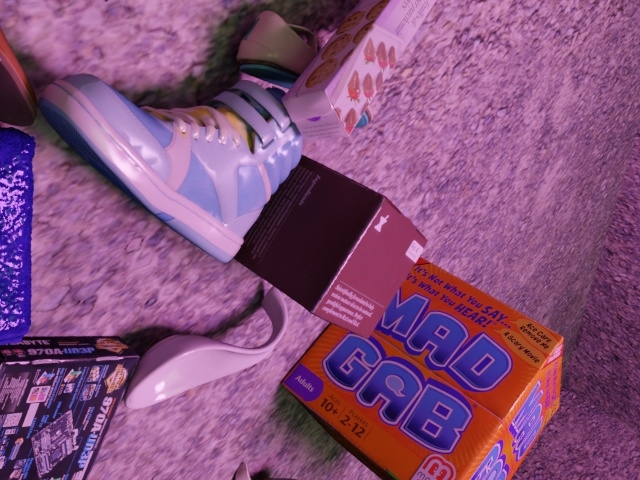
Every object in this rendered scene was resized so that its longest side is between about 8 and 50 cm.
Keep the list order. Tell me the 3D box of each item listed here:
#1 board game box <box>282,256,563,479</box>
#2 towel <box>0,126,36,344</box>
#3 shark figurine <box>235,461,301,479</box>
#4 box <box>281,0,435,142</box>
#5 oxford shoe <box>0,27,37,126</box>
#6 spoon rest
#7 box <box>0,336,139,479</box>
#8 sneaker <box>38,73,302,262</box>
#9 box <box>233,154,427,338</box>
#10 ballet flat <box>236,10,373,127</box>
[{"bbox_3d":[0.216,0.305,1.195,0.356,0.357,0.356,-48,145,-16],"label":"board game box"},{"bbox_3d":[-0.381,0.025,0.478,0.308,0.076,0.227,-14,127,-46],"label":"towel"},{"bbox_3d":[-0.070,0.497,1.186,0.116,0.279,0.166,152,-64,-86],"label":"shark figurine"},{"bbox_3d":[0.060,-0.243,0.746,0.063,0.067,0.324,59,47,-34],"label":"box"},{"bbox_3d":[-0.275,-0.178,0.470,0.212,0.076,0.076,79,20,-52],"label":"oxford shoe"},{"bbox_3d":[-0.147,0.156,0.852,0.276,0.084,0.137,-27,158,-40],"label":"spoon rest"},{"bbox_3d":[-0.332,0.219,0.709,0.175,0.051,0.220,11,106,-55],"label":"box"},{"bbox_3d":[-0.130,-0.121,0.647,0.208,0.127,0.319,-52,155,-7],"label":"sneaker"},{"bbox_3d":[0.000,0.000,0.830,0.167,0.203,0.168,-57,145,-2],"label":"box"},{"bbox_3d":[-0.004,-0.217,0.778,0.248,0.086,0.086,15,103,-54],"label":"ballet flat"}]
